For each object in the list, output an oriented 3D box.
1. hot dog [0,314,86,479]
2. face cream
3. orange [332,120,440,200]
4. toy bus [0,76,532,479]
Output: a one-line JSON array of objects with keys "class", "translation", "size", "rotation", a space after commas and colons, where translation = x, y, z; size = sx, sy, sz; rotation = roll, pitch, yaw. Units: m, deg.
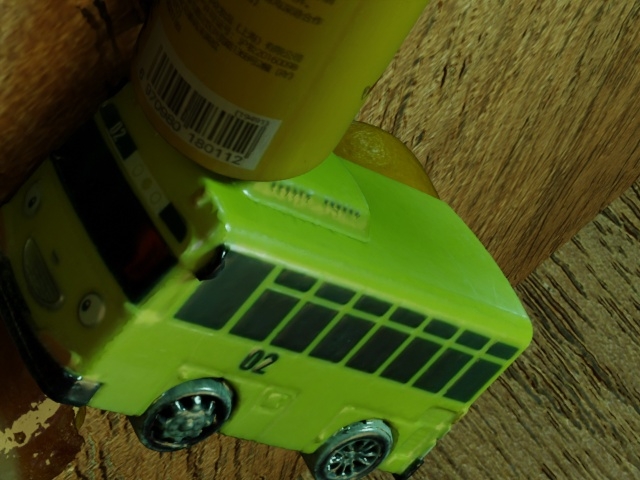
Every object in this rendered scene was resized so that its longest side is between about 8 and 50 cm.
[{"class": "hot dog", "translation": [-0.180, 0.096, 0.897], "size": [0.261, 0.093, 0.123], "rotation": [-38, 168, -19]}, {"class": "face cream", "translation": [0.025, -0.159, 0.611], "size": [0.105, 0.105, 0.348], "rotation": [-34, 165, -38]}, {"class": "orange", "translation": [0.000, 0.000, 1.033], "size": [0.136, 0.159, 0.159], "rotation": [15, 130, -36]}, {"class": "toy bus", "translation": [-0.026, 0.023, 0.831], "size": [0.262, 0.128, 0.150], "rotation": [20, 119, -46]}]
